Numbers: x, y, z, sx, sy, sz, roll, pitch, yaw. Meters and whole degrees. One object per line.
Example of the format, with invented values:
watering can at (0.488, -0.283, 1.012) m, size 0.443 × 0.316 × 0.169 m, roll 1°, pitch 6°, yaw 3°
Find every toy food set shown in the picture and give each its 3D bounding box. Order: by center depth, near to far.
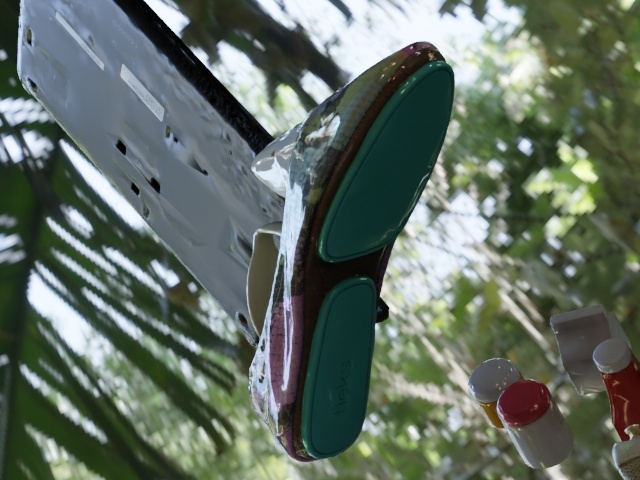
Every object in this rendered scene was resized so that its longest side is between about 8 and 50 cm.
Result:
toy food set at (0.199, 0.076, 1.229) m, size 0.232 × 0.111 × 0.104 m, roll -15°, pitch -51°, yaw 23°

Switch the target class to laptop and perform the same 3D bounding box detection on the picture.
laptop at (-0.054, -0.066, 1.037) m, size 0.136 × 0.234 × 0.264 m, roll -34°, pitch -19°, yaw -27°

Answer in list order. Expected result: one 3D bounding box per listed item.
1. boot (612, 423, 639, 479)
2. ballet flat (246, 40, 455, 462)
boot at (0.254, 0.078, 0.985) m, size 0.203 × 0.262 × 0.095 m, roll -27°, pitch -53°, yaw 17°
ballet flat at (0.000, 0.000, 0.854) m, size 0.077 × 0.079 × 0.222 m, roll -15°, pitch -53°, yaw -43°
